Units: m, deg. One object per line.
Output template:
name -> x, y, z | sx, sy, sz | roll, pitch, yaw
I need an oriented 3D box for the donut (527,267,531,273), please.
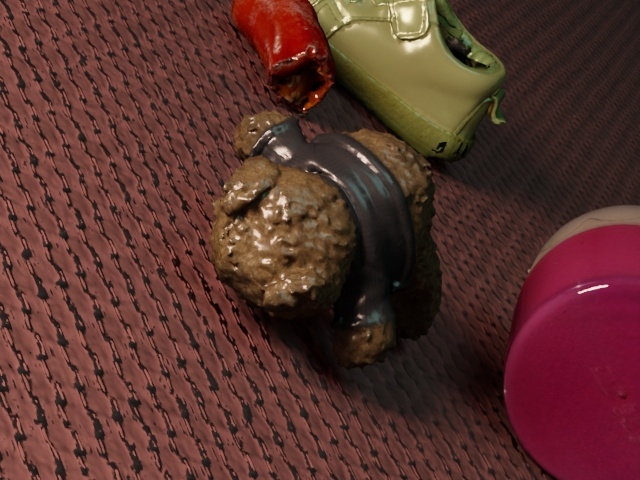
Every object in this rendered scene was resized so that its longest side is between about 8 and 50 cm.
donut -> 0.238, 0.064, 1.589 | 0.117, 0.065, 0.166 | 42, 22, -6

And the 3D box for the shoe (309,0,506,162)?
shoe -> 0.059, -0.186, 1.668 | 0.262, 0.128, 0.140 | 47, 7, -3

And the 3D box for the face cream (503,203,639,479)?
face cream -> 0.230, 0.079, 1.390 | 0.175, 0.175, 0.195 | 43, 20, -6

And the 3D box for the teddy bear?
teddy bear -> 0.014, -0.014, 1.217 | 0.182, 0.129, 0.251 | 48, 20, 13

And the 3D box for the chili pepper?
chili pepper -> -0.030, -0.169, 1.515 | 0.073, 0.070, 0.123 | 7, 42, -34
